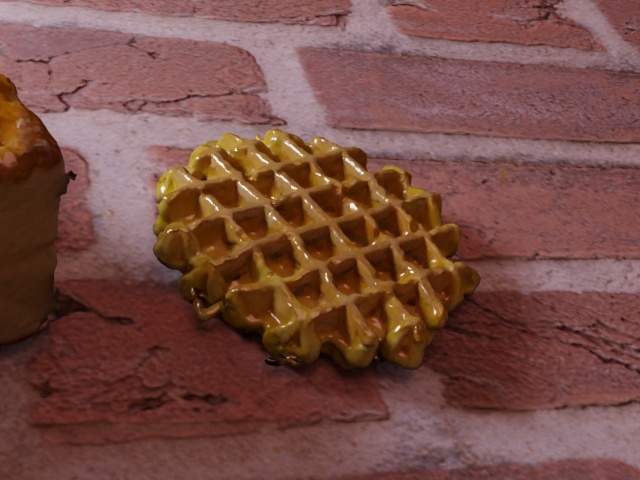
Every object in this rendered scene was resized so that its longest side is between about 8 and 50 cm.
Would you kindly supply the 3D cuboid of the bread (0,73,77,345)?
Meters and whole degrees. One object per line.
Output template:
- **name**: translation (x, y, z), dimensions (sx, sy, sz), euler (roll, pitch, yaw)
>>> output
- **bread**: translation (-0.370, -0.036, 0.781), dimensions (0.279, 0.207, 0.279), euler (-19, 55, -36)

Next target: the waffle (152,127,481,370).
- **waffle**: translation (-0.010, -0.004, 1.001), dimensions (0.329, 0.062, 0.329), euler (12, 41, -10)
